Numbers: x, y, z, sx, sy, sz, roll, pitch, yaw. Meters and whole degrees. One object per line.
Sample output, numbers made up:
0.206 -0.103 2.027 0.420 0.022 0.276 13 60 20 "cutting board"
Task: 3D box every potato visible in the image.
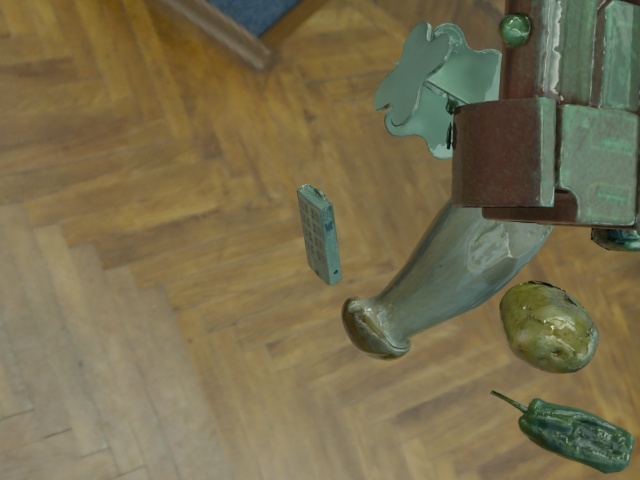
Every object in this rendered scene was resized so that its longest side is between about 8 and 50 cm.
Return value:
0.257 0.095 1.220 0.170 0.107 0.080 -71 165 -70 "potato"

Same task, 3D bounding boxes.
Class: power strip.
0.000 0.000 1.192 0.019 0.136 0.051 -29 46 -23 "power strip"

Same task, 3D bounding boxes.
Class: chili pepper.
0.322 0.256 1.462 0.204 0.073 0.072 20 61 11 "chili pepper"

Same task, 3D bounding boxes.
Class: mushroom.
0.169 0.021 1.335 0.128 0.350 0.128 41 19 -17 "mushroom"

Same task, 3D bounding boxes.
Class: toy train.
0.218 -0.144 0.849 0.221 0.150 0.304 4 90 -35 "toy train"

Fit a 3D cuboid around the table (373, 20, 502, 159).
0.199 -0.182 1.456 0.198 0.166 0.166 25 58 -24 "table"
